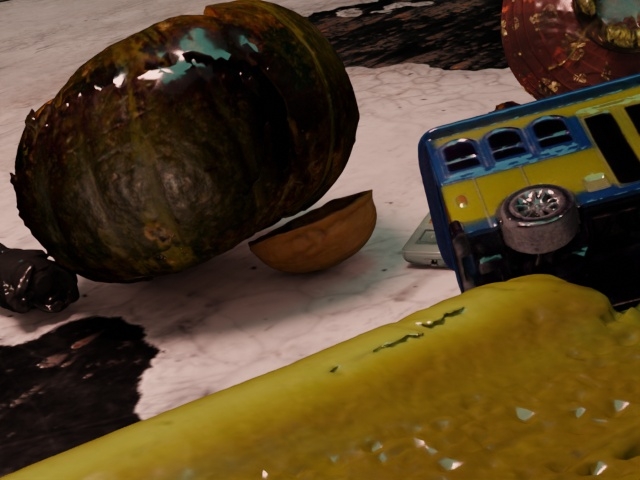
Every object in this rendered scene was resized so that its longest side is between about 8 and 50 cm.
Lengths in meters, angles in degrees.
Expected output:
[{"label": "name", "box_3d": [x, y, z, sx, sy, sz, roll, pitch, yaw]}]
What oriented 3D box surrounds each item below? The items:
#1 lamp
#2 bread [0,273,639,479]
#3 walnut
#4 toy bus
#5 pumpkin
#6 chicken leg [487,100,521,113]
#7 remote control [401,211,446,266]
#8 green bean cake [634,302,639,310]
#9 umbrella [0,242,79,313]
[{"label": "lamp", "box_3d": [0.321, -0.242, 1.451, 0.247, 0.247, 0.247, -7, 21, 3]}, {"label": "bread", "box_3d": [0.036, 0.158, 0.511, 0.376, 0.208, 0.251, -21, 37, -29]}, {"label": "walnut", "box_3d": [0.000, 0.000, 1.158, 0.121, 0.052, 0.091, -24, 6, 4]}, {"label": "toy bus", "box_3d": [0.230, -0.024, 0.954, 0.287, 0.138, 0.175, -15, 33, 3]}, {"label": "pumpkin", "box_3d": [-0.114, -0.081, 1.137, 0.320, 0.192, 0.320, -28, 1, 0]}, {"label": "chicken leg", "box_3d": [0.218, -0.087, 1.318, 0.093, 0.070, 0.178, -20, 34, -29]}, {"label": "remote control", "box_3d": [0.129, -0.016, 1.200, 0.061, 0.029, 0.162, 1, 27, 26]}, {"label": "green bean cake", "box_3d": [0.319, 0.076, 0.761, 0.248, 0.125, 0.222, -30, 30, -36]}, {"label": "umbrella", "box_3d": [-0.306, 0.025, 1.211, 0.066, 0.059, 0.235, 7, 5, -41]}]
